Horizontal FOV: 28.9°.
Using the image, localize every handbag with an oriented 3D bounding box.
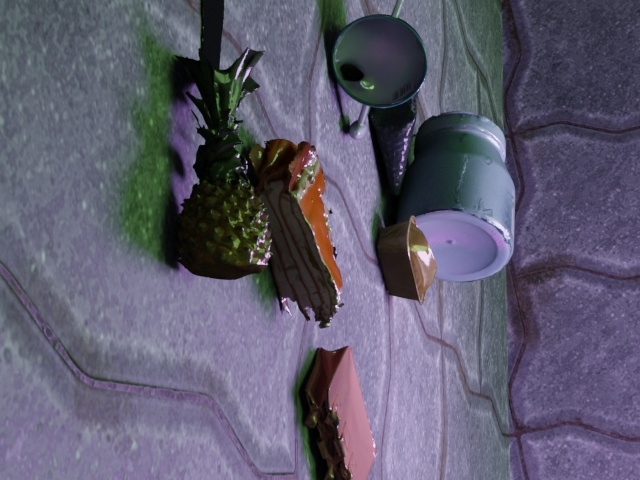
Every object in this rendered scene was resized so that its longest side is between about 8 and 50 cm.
[{"bbox_3d":[0.029,0.285,1.935,0.157,0.059,0.212,-65,145,-60],"label":"handbag"},{"bbox_3d":[0.159,-0.228,2.479,0.270,0.089,0.175,-75,162,-48],"label":"handbag"}]

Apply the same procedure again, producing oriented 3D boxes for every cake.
[{"bbox_3d":[-0.026,-0.013,1.761,0.135,0.098,0.287,-58,140,-63],"label":"cake"}]

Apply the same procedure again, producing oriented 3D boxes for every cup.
[{"bbox_3d":[0.108,-0.323,2.195,0.173,0.167,0.299,-66,175,-76],"label":"cup"}]

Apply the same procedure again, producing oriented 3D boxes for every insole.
[{"bbox_3d":[-0.141,-0.286,1.613,0.080,0.003,0.232,37,51,-68],"label":"insole"}]

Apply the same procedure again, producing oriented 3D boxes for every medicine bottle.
[{"bbox_3d":[0.278,-0.097,2.541,0.245,0.245,0.290,65,27,-49],"label":"medicine bottle"}]

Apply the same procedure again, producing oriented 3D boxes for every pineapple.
[{"bbox_3d":[-0.113,-0.095,1.476,0.130,0.119,0.277,16,68,-52],"label":"pineapple"}]

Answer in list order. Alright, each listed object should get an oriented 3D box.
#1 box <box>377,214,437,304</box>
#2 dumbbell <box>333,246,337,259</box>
[{"bbox_3d":[0.172,0.040,2.393,0.111,0.111,0.177,-75,154,-48],"label":"box"},{"bbox_3d":[0.000,0.000,1.950,0.036,0.040,0.083,-41,131,-32],"label":"dumbbell"}]
